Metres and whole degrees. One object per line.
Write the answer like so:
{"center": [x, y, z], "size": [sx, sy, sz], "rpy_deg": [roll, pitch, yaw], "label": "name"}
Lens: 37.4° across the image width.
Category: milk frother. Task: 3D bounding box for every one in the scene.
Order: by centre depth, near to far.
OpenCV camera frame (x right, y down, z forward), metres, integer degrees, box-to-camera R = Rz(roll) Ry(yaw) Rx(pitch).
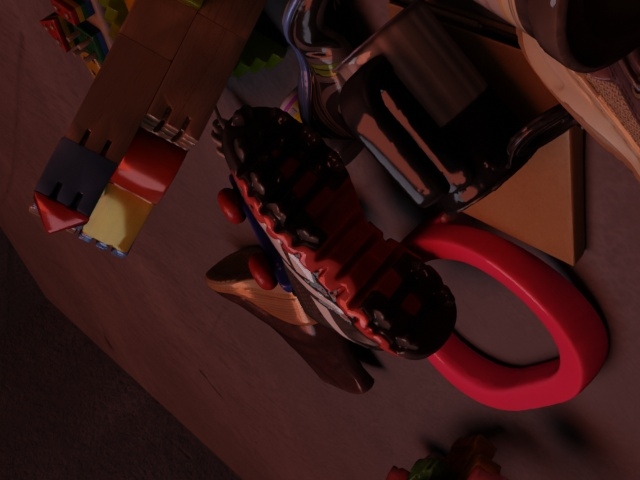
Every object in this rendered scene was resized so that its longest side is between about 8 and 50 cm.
{"center": [0.098, -0.103, 0.635], "size": [0.143, 0.129, 0.135], "rpy_deg": [-37, 97, 24], "label": "milk frother"}

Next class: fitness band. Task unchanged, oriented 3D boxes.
{"center": [0.155, 0.072, 0.913], "size": [0.209, 0.054, 0.291], "rpy_deg": [46, 159, 0], "label": "fitness band"}

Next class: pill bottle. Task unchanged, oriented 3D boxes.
{"center": [0.003, -0.110, 0.904], "size": [0.083, 0.043, 0.043], "rpy_deg": [46, 158, 7], "label": "pill bottle"}

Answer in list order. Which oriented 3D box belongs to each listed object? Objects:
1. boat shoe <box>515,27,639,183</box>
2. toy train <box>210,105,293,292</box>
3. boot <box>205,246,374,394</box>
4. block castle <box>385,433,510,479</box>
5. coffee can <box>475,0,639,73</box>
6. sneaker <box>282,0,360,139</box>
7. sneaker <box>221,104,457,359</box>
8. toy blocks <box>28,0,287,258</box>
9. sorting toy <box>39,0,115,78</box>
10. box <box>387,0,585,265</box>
{"center": [0.223, -0.058, 0.500], "size": [0.285, 0.102, 0.092], "rpy_deg": [50, 164, 14], "label": "boat shoe"}
{"center": [-0.049, -0.043, 1.072], "size": [0.248, 0.105, 0.143], "rpy_deg": [63, -177, 24], "label": "toy train"}
{"center": [-0.049, 0.116, 1.310], "size": [0.248, 0.090, 0.207], "rpy_deg": [6, 131, 55], "label": "boot"}
{"center": [0.217, 0.388, 1.114], "size": [0.303, 0.213, 0.453], "rpy_deg": [36, 164, 1], "label": "block castle"}
{"center": [0.054, -0.228, 0.399], "size": [0.275, 0.201, 0.202], "rpy_deg": [39, 156, 23], "label": "coffee can"}
{"center": [0.017, -0.157, 0.793], "size": [0.078, 0.067, 0.188], "rpy_deg": [17, 146, 22], "label": "sneaker"}
{"center": [0.000, 0.000, 0.867], "size": [0.276, 0.097, 0.135], "rpy_deg": [49, 156, -7], "label": "sneaker"}
{"center": [-0.179, -0.106, 0.893], "size": [0.190, 0.261, 0.381], "rpy_deg": [27, 169, -15], "label": "toy blocks"}
{"center": [-0.325, -0.287, 1.228], "size": [0.132, 0.046, 0.275], "rpy_deg": [37, 156, 29], "label": "sorting toy"}
{"center": [0.131, -0.084, 0.733], "size": [0.164, 0.021, 0.201], "rpy_deg": [30, 151, 36], "label": "box"}
